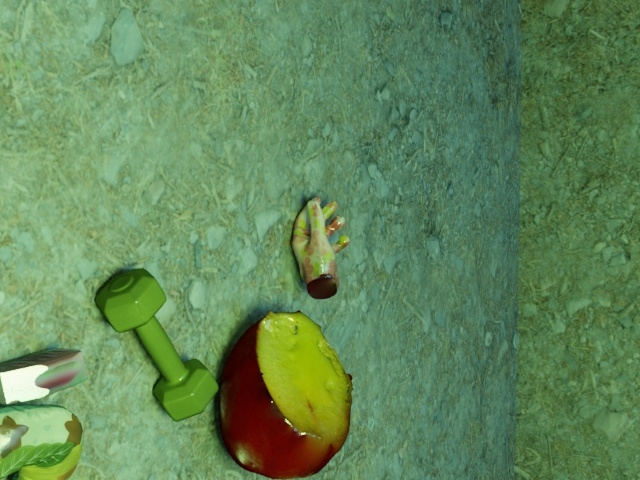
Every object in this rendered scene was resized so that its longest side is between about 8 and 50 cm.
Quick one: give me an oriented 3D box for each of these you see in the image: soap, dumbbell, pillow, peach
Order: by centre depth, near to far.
[{"bbox_3d":[-0.469,0.341,1.294,0.233,0.086,0.214,16,107,-56],"label":"pillow"},{"bbox_3d":[-0.446,0.211,1.336,0.149,0.100,0.056,-15,101,-53],"label":"soap"},{"bbox_3d":[-0.294,0.192,1.551,0.108,0.121,0.302,-34,122,-18],"label":"dumbbell"},{"bbox_3d":[-0.067,0.304,1.722,0.281,0.281,0.339,26,73,-52],"label":"peach"}]

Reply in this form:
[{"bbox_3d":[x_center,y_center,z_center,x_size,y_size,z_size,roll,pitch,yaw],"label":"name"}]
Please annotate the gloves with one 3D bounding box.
[{"bbox_3d":[-0.009,0.006,1.965,0.145,0.126,0.241,33,34,-45],"label":"gloves"}]
